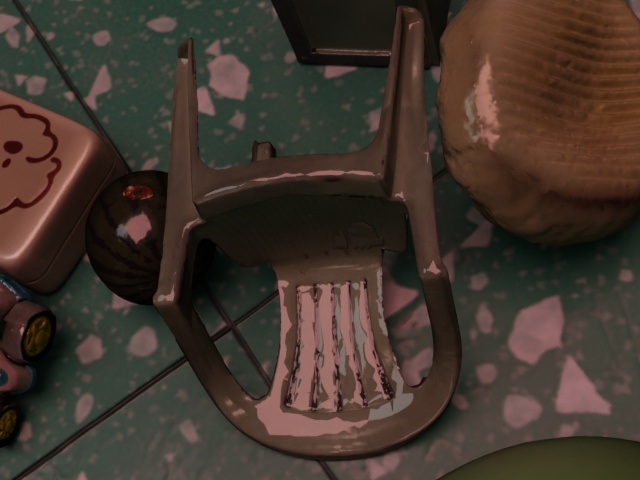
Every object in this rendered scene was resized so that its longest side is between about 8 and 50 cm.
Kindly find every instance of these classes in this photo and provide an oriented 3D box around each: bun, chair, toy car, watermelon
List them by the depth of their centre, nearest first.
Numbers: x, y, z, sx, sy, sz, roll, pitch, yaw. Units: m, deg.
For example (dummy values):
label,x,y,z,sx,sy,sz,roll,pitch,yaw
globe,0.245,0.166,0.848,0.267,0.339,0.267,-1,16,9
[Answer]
label,x,y,z,sx,sy,sz,roll,pitch,yaw
chair,0.000,0.000,0.757,0.203,0.190,0.275,-5,59,13
bun,0.161,-0.093,0.762,0.222,0.127,0.222,9,71,-26
toy car,-0.300,0.099,0.808,0.126,0.098,0.161,18,89,21
watermelon,-0.132,0.005,0.809,0.105,0.105,0.133,-29,40,0

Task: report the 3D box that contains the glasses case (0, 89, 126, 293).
label,x,y,z,sx,sy,sz,roll,pitch,yaw
glasses case,-0.345,-0.079,0.919,0.336,0.076,0.144,22,75,21

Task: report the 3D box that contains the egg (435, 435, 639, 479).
label,x,y,z,sx,sy,sz,roll,pitch,yaw
egg,0.143,0.227,0.587,0.269,0.220,0.220,-15,65,8

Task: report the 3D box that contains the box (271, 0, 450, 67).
label,x,y,z,sx,sy,sz,roll,pitch,yaw
box,0.024,-0.232,0.810,0.129,0.225,0.086,6,69,17
